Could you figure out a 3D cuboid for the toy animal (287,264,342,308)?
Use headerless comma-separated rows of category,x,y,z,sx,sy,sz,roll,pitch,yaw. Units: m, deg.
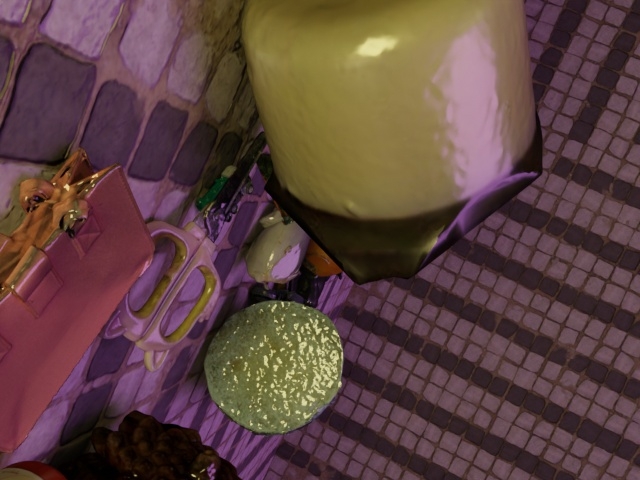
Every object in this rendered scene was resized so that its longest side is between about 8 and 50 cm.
toy animal,-0.017,0.058,1.351,0.245,0.114,0.146,-50,154,-36

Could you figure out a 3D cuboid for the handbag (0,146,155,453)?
handbag,-0.220,0.047,0.461,0.213,0.059,0.157,-61,170,-27

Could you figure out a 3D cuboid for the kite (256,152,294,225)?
kite,-0.001,-0.091,0.779,0.189,0.232,0.009,-64,146,-29

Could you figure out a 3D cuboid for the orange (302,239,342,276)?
orange,0.000,0.000,1.202,0.134,0.155,0.154,-23,171,6

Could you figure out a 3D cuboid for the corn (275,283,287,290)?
corn,-0.089,0.117,1.334,0.083,0.027,0.028,98,4,-51

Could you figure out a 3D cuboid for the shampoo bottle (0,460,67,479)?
shampoo bottle,-0.299,0.255,0.427,0.104,0.104,0.278,-65,170,2

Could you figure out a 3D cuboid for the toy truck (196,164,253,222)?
toy truck,-0.121,-0.060,0.750,0.083,0.039,0.044,-56,153,-32

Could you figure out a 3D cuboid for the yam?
yam,-0.078,0.248,1.115,0.241,0.241,0.348,-61,172,-16

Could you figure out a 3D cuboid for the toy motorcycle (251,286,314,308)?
toy motorcycle,-0.071,0.136,1.201,0.193,0.124,0.061,79,24,-68

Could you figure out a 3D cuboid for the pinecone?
pinecone,-0.206,0.379,0.691,0.296,0.298,0.242,-44,158,-23

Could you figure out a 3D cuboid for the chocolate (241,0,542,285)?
chocolate,0.053,-0.185,0.628,0.326,0.314,0.297,-38,134,-4

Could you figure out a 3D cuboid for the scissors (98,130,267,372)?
scissors,-0.138,-0.007,0.689,0.318,0.024,0.160,-62,143,-24

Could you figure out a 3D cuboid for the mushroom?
mushroom,-0.044,-0.036,1.034,0.096,0.099,0.278,107,9,-62
